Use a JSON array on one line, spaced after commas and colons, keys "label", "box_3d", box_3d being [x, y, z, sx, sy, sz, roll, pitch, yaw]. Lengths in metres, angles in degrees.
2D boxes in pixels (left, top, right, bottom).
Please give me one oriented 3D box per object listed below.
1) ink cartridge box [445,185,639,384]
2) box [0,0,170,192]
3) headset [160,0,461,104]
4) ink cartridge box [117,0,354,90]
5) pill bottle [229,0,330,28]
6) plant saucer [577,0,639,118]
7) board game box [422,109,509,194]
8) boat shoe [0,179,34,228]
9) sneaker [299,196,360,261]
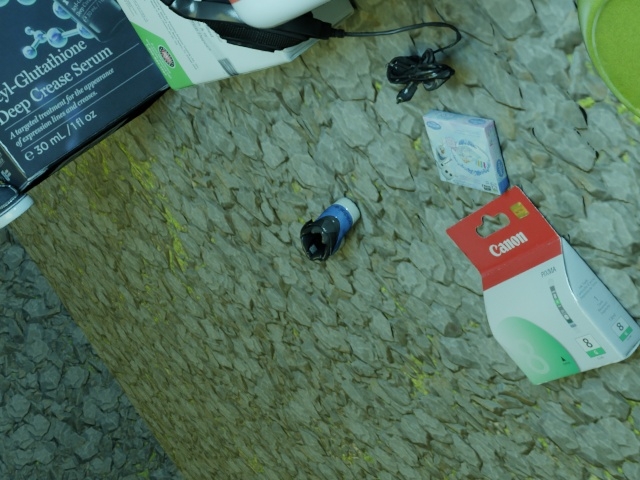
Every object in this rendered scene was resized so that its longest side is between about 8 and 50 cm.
[{"label": "ink cartridge box", "box_3d": [0.247, 0.061, 1.146, 0.225, 0.056, 0.181, 48, 153, -2]}, {"label": "box", "box_3d": [-0.472, -0.304, 1.476, 0.395, 0.293, 0.212, 53, 152, -10]}, {"label": "headset", "box_3d": [-0.024, -0.282, 0.948, 0.394, 0.243, 0.185, 38, -179, -16]}, {"label": "ink cartridge box", "box_3d": [-0.123, -0.308, 1.140, 0.289, 0.121, 0.211, 3, 128, 55]}, {"label": "pill bottle", "box_3d": [-0.051, -0.341, 0.738, 0.181, 0.181, 0.323, -2, 120, 57]}, {"label": "plant saucer", "box_3d": [0.301, -0.145, 0.761, 0.241, 0.037, 0.241, 35, 161, 14]}, {"label": "board game box", "box_3d": [0.165, -0.101, 1.093, 0.090, 0.020, 0.090, 19, 141, 45]}, {"label": "boat shoe", "box_3d": [-0.480, -0.068, 1.397, 0.183, 0.065, 0.083, 3, 132, 55]}, {"label": "sneaker", "box_3d": [-0.001, -0.001, 1.395, 0.058, 0.084, 0.152, 47, 153, 3]}]
